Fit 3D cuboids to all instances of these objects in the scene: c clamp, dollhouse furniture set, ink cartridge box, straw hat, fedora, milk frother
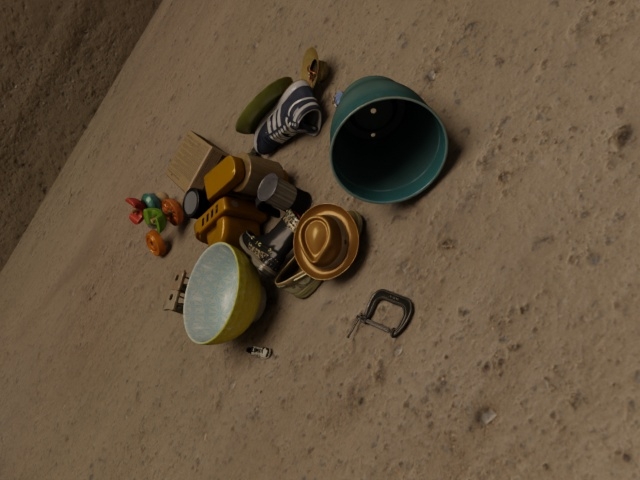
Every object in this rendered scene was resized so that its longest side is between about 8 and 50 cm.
[{"bbox_3d":[0.142,0.180,1.512,0.161,0.022,0.137,9,71,51],"label":"c clamp"},{"bbox_3d":[-0.363,0.168,1.992,0.184,0.129,0.128,-6,65,48],"label":"dollhouse furniture set"},{"bbox_3d":[-0.447,-0.272,2.365,0.235,0.088,0.193,38,100,50],"label":"ink cartridge box"},{"bbox_3d":[-0.009,-0.526,2.039,0.144,0.061,0.144,-179,90,-65],"label":"straw hat"},{"bbox_3d":[0.000,0.000,1.617,0.194,0.079,0.194,-3,83,25],"label":"fedora"},{"bbox_3d":[-0.105,-0.092,1.845,0.129,0.135,0.143,-49,41,18],"label":"milk frother"}]

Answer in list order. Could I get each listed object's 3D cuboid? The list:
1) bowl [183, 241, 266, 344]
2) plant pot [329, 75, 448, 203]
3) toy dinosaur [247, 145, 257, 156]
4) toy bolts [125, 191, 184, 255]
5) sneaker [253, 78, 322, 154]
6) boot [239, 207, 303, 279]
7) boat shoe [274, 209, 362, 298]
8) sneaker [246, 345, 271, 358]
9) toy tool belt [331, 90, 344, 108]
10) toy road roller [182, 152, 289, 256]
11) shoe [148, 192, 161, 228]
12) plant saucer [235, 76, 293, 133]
[{"bbox_3d":[-0.246,0.162,1.834,0.289,0.156,0.289,-26,55,44],"label":"bowl"},{"bbox_3d":[0.143,-0.267,1.587,0.271,0.272,0.255,-45,28,22],"label":"plant pot"},{"bbox_3d":[-0.243,-0.257,2.153,0.118,0.064,0.268,-35,36,38],"label":"toy dinosaur"},{"bbox_3d":[-0.581,-0.083,2.400,0.228,0.158,0.218,35,137,32],"label":"toy bolts"},{"bbox_3d":[-0.100,-0.339,2.008,0.282,0.099,0.153,-50,51,29],"label":"sneaker"},{"bbox_3d":[-0.124,-0.013,1.793,0.178,0.085,0.236,-50,31,6],"label":"boot"},{"bbox_3d":[-0.002,0.032,1.696,0.285,0.089,0.104,-52,40,14],"label":"boat shoe"},{"bbox_3d":[-0.169,0.302,1.775,0.083,0.037,0.031,-11,60,43],"label":"sneaker"},{"bbox_3d":[0.058,-0.410,1.908,0.052,0.051,0.083,-28,50,36],"label":"toy tool belt"},{"bbox_3d":[-0.243,-0.082,1.954,0.329,0.203,0.240,-37,58,36],"label":"toy road roller"},{"bbox_3d":[-0.657,-0.096,2.527,0.081,0.063,0.178,-42,40,31],"label":"shoe"},{"bbox_3d":[-0.166,-0.414,2.066,0.037,0.241,0.241,48,112,7],"label":"plant saucer"}]
